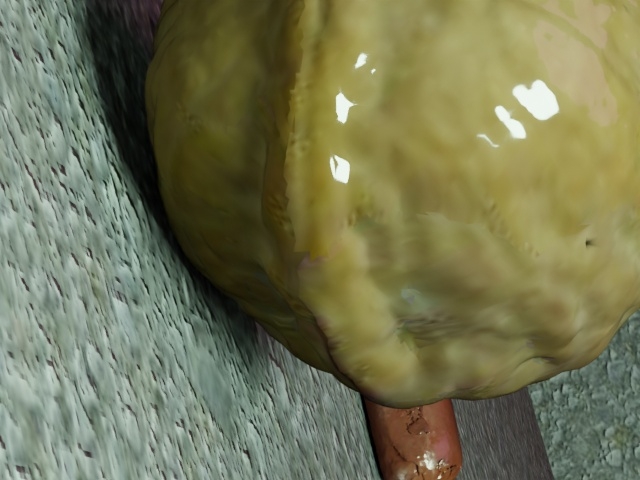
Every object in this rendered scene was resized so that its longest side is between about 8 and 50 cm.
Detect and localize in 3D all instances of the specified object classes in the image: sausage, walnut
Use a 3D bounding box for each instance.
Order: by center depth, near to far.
[{"bbox_3d":[0.054,-0.067,0.928,0.344,0.306,0.306,60,15,-59],"label":"walnut"},{"bbox_3d":[0.074,0.145,1.327,0.076,0.076,0.141,58,18,-54],"label":"sausage"}]
